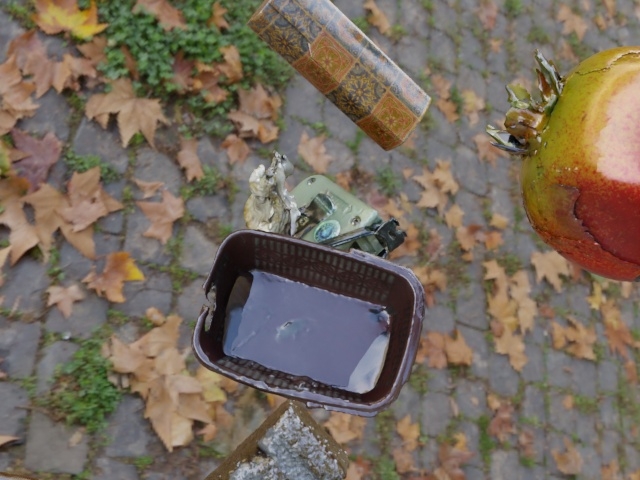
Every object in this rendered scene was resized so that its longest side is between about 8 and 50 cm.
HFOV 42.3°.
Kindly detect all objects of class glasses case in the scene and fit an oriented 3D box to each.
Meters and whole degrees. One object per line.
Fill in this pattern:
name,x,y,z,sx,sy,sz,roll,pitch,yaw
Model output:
glasses case,0.026,-0.201,0.931,0.218,0.049,0.075,40,64,-18

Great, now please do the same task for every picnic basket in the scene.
picnic basket,-0.015,0.120,1.141,0.297,0.129,0.222,15,74,4

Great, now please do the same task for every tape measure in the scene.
tape measure,0.000,0.000,1.439,0.207,0.235,0.115,-43,133,-9

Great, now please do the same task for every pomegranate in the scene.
pomegranate,0.270,-0.075,0.744,0.235,0.210,0.210,28,58,-3

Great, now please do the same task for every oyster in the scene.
oyster,-0.080,-0.072,1.275,0.081,0.191,0.163,-1,62,4

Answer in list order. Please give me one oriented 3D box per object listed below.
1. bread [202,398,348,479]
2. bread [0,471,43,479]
bread,-0.147,0.478,1.465,0.416,0.113,0.165,-44,96,4
bread,-0.279,0.418,0.863,0.324,0.143,0.333,15,72,-24
